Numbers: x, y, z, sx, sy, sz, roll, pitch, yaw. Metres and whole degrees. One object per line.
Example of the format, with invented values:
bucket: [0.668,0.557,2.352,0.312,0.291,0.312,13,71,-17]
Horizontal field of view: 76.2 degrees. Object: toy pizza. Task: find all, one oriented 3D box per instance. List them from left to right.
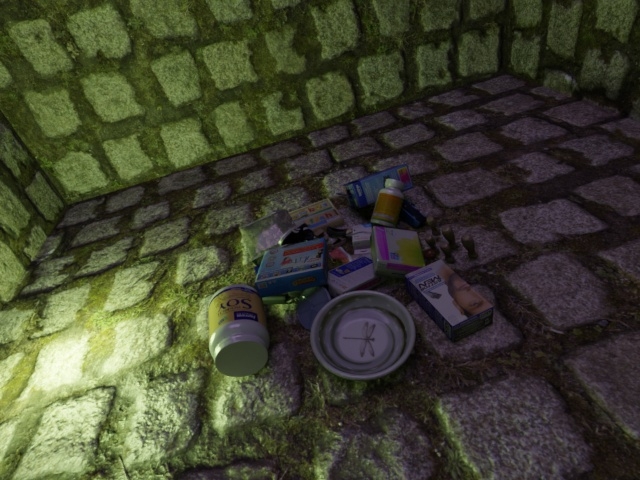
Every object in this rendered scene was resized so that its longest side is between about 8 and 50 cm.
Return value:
toy pizza: [-0.023,0.290,1.764,0.201,0.032,0.201,-16,66,40]

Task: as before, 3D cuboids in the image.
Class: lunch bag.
lunch bag: [-0.250,-0.011,2.167,0.287,0.169,0.235,-26,59,-2]

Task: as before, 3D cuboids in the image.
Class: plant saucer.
plant saucer: [0.163,0.375,1.582,0.401,0.100,0.400,-6,43,6]

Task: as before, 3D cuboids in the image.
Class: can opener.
can opener: [-0.175,0.253,1.916,0.281,0.093,0.074,-7,35,21]

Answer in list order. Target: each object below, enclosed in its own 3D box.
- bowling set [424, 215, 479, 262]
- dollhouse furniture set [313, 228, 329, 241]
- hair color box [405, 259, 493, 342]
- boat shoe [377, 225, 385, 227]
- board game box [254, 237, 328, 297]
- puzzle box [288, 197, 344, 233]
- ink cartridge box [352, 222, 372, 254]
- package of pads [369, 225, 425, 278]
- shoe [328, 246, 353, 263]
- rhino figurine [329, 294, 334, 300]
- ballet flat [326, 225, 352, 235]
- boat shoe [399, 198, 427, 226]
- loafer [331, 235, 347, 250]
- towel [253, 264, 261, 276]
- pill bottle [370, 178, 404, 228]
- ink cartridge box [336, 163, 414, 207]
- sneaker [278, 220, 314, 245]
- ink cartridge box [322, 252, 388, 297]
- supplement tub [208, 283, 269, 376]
bowling set: [0.561,0.033,1.905,0.200,0.154,0.287,-43,41,-5]
dollhouse furniture set: [0.000,0.000,2.169,0.161,0.101,0.182,-37,40,-26]
hair color box: [0.511,0.233,1.656,0.185,0.110,0.338,-23,38,-11]
boat shoe: [0.317,-0.021,2.105,0.066,0.066,0.183,-8,36,9]
board game box: [-0.121,0.118,1.864,0.309,0.086,0.302,-12,24,8]
puzzle box: [-0.093,-0.107,2.393,0.409,0.052,0.272,-21,35,-7]
ink cartridge box: [0.222,-0.010,2.131,0.104,0.060,0.180,-7,36,11]
package of pads: [0.357,0.052,1.903,0.230,0.101,0.296,8,35,-3]
shoe: [0.101,0.094,2.042,0.081,0.063,0.178,-25,31,-10]
rhino figurine: [0.030,0.252,1.839,0.106,0.073,0.243,-10,28,-33]
ballet flat: [0.099,-0.052,2.219,0.173,0.049,0.058,1,19,40]
boat shoe: [0.477,-0.159,2.221,0.089,0.109,0.258,-20,52,-17]
loafer: [0.101,0.005,2.175,0.045,0.039,0.125,14,45,36]
towel: [-0.166,0.147,2.029,0.309,0.076,0.227,-20,25,-10]
pill bottle: [0.362,-0.194,2.155,0.137,0.136,0.245,16,88,36]
ink cartridge box: [0.294,-0.299,2.339,0.396,0.151,0.270,-22,9,-5]
sneaker: [-0.103,-0.011,2.033,0.121,0.079,0.217,42,42,7]
ink cartridge box: [0.176,0.158,1.876,0.371,0.069,0.176,-23,33,-35]
supplement tub: [-0.339,0.366,1.690,0.241,0.240,0.331,-19,36,-4]
